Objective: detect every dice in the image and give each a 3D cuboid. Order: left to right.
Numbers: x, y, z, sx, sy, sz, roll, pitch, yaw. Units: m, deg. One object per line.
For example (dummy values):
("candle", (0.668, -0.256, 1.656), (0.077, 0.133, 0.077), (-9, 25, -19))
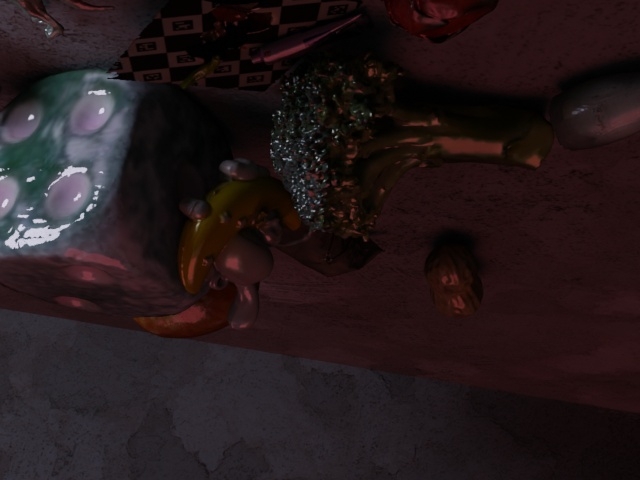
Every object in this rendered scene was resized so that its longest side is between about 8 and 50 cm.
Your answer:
("dice", (-0.360, -0.067, 1.365), (0.348, 0.327, 0.330), (-1, 157, 24))

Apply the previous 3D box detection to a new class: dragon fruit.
("dragon fruit", (0.138, -0.287, 0.918), (0.142, 0.130, 0.121), (-1, 123, 31))

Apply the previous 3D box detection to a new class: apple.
("apple", (-0.284, 0.084, 1.814), (0.310, 0.277, 0.250), (9, 175, 22))

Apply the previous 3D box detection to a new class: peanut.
("peanut", (0.293, 0.090, 1.787), (0.120, 0.136, 0.298), (-32, 152, 0))

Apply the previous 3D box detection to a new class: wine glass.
("wine glass", (0.389, -0.219, 1.000), (0.264, 0.096, 0.310), (23, 156, -38))

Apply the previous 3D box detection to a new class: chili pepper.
("chili pepper", (-0.164, -0.237, 1.134), (0.083, 0.017, 0.030), (-28, -179, 40))

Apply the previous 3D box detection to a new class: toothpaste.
("toothpaste", (-0.014, -0.268, 1.091), (0.170, 0.028, 0.045), (-15, 164, 17))

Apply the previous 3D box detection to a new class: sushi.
("sushi", (-0.126, -0.287, 1.098), (0.264, 0.050, 0.290), (-3, 167, -33))

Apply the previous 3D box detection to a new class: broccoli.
("broccoli", (0.115, -0.131, 1.250), (0.397, 0.274, 0.353), (-4, -176, -28))

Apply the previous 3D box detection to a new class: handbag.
("handbag", (0.000, 0.000, 1.707), (0.183, 0.117, 0.270), (-17, 148, 33))

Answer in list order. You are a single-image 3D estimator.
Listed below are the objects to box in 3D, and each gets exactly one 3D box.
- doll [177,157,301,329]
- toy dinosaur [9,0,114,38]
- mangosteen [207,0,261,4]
("doll", (-0.131, -0.002, 1.298), (0.111, 0.237, 0.252), (22, 165, 37))
("toy dinosaur", (-0.394, -0.334, 1.068), (0.242, 0.053, 0.167), (10, 154, 21))
("mangosteen", (-0.077, -0.338, 0.760), (0.216, 0.216, 0.216), (7, 159, 3))
